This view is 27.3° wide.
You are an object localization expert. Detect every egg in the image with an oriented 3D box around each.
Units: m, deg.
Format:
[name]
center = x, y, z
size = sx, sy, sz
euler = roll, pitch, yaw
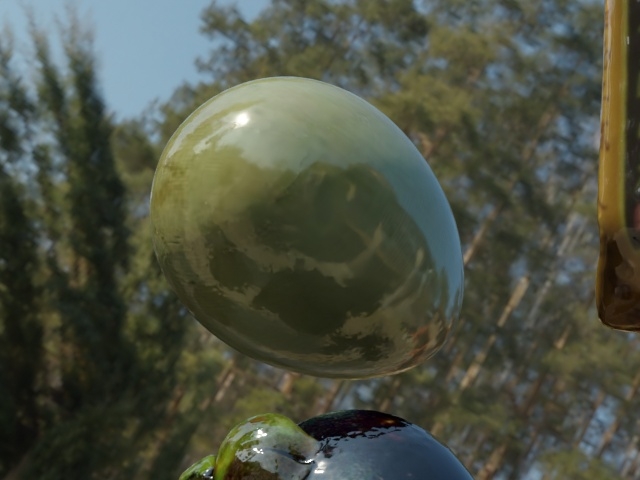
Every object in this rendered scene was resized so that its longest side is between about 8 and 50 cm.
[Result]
[egg]
center = 0.000, 0.000, 1.048
size = 0.295, 0.218, 0.218
euler = 36, -19, -32

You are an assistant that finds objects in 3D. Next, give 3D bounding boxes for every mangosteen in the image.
[mangosteen]
center = 0.005, 0.221, 0.868
size = 0.243, 0.243, 0.243
euler = 27, -19, 10

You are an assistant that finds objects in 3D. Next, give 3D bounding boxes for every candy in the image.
[candy]
center = 0.185, -0.086, 0.628
size = 0.101, 0.271, 0.143
euler = 15, -20, -37
